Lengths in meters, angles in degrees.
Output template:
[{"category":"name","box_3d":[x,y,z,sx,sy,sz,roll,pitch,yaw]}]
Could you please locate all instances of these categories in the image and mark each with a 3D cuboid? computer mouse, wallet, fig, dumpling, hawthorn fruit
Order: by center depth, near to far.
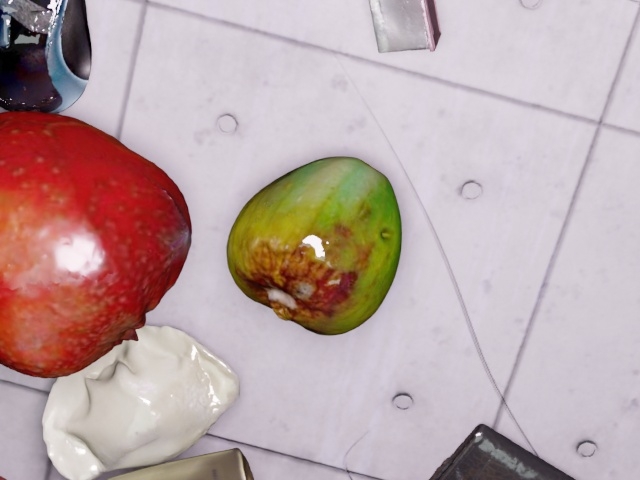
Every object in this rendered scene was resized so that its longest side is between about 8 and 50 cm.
[{"category":"computer mouse","box_3d":[-0.313,-0.232,1.559,0.137,0.096,0.233,1,115,6]},{"category":"hawthorn fruit","box_3d":[-0.298,-0.010,1.573,0.307,0.265,0.265,41,111,-10]},{"category":"fig","box_3d":[0.000,0.000,1.599,0.181,0.181,0.191,38,88,-11]},{"category":"dumpling","box_3d":[-0.209,0.177,1.727,0.216,0.126,0.166,-27,89,31]},{"category":"wallet","box_3d":[0.275,0.349,1.790,0.321,0.044,0.170,30,116,-8]}]

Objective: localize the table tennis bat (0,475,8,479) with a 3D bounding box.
[{"category":"table tennis bat","box_3d":[-0.399,0.386,1.762,0.310,0.200,0.038,41,151,22]}]

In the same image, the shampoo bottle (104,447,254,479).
[{"category":"shampoo bottle","box_3d":[-0.241,0.335,1.701,0.350,0.125,0.084,-16,156,2]}]

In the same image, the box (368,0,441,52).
[{"category":"box","box_3d":[0.085,-0.237,1.543,0.063,0.060,0.084,-5,114,16]}]
